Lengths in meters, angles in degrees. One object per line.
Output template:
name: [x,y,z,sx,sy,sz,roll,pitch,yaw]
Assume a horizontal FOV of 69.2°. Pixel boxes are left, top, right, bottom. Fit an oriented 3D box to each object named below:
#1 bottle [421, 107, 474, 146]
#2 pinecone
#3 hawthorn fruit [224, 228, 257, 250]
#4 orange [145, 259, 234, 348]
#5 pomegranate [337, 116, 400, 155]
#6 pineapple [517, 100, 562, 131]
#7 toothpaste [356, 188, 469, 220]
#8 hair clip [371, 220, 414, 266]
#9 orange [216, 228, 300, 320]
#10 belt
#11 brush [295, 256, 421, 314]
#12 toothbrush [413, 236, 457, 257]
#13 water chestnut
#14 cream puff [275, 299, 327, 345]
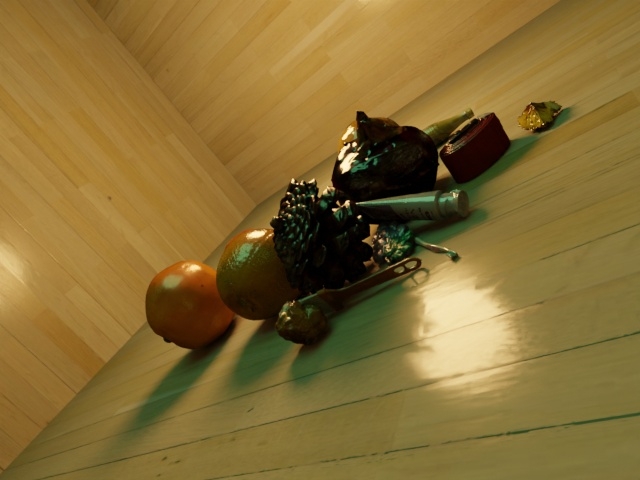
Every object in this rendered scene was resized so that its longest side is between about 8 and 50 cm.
bottle: [0.454,-0.413,1.757,0.270,0.083,0.083,-29,16,16]
pinecone: [0.007,0.000,1.197,0.242,0.296,0.298,-16,59,28]
hawthorn fruit: [-0.243,0.065,1.792,0.224,0.224,0.261,-34,-8,18]
orange: [-0.447,0.220,1.596,0.312,0.312,0.312,-36,15,11]
pomegranate: [0.200,-0.325,1.753,0.281,0.281,0.281,-36,15,11]
pineapple: [0.591,-0.345,1.239,0.114,0.077,0.114,-27,17,-8]
toothpaste: [0.223,-0.082,1.180,0.299,0.114,0.073,-2,71,42]
hair clip: [0.185,0.012,1.203,0.124,0.052,0.195,-57,21,3]
orange: [-0.174,0.098,1.366,0.274,0.274,0.274,-36,15,11]
belt: [0.425,-0.267,1.292,0.201,0.124,0.128,-43,17,-12]
brush: [0.091,0.106,1.074,0.315,0.090,0.017,-26,44,22]
toothbrush: [0.258,0.015,1.055,0.022,0.017,0.204,-21,13,-8]
water chestnut: [0.178,-0.231,1.377,0.335,0.346,0.335,-26,21,11]
cream puff: [-0.045,0.187,1.073,0.122,0.116,0.094,5,59,31]
